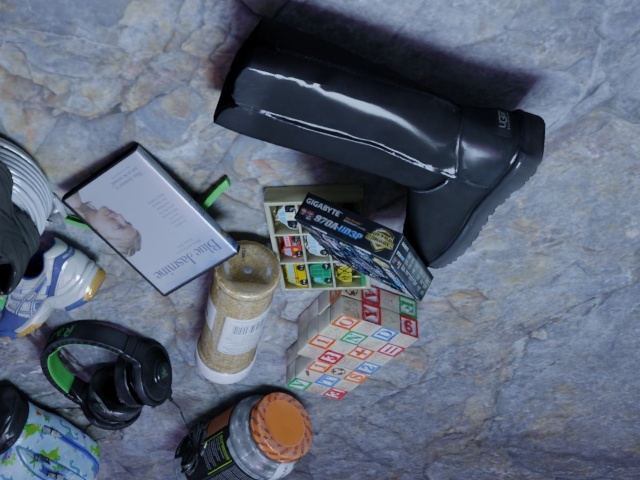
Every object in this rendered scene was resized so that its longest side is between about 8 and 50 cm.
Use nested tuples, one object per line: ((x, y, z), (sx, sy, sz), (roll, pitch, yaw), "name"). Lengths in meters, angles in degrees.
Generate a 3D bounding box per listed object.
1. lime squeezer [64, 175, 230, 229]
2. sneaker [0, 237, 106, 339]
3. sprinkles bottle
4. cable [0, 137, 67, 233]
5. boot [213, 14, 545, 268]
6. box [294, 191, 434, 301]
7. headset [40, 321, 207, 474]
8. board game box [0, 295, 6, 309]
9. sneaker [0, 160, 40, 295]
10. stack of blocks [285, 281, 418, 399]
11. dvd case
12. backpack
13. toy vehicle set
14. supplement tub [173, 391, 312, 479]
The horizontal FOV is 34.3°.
((-0.281, -0.026, 1.766), (0.310, 0.059, 0.110), (-11, 142, 17), "lime squeezer")
((-0.525, 0.080, 1.897), (0.296, 0.112, 0.131), (-28, 118, 31), "sneaker")
((-0.157, 0.140, 1.920), (0.121, 0.121, 0.355), (7, 146, -9), "sprinkles bottle")
((-0.566, -0.072, 1.677), (0.257, 0.089, 0.257), (-3, 144, 6), "cable")
((0.049, -0.127, 1.546), (0.445, 0.146, 0.367), (13, 142, -17), "boot")
((0.073, 0.013, 1.636), (0.175, 0.051, 0.220), (25, 171, 25), "box")
((-0.398, 0.324, 2.135), (0.394, 0.185, 0.243), (35, 133, -23), "headset")
((-0.732, 0.073, 1.775), (0.317, 0.046, 0.213), (-12, 141, 19), "board game box")
((-0.509, -0.027, 1.559), (0.109, 0.130, 0.286), (-7, 140, 12), "sneaker")
((0.039, 0.199, 2.039), (0.171, 0.087, 0.297), (19, 140, -23), "stack of blocks")
((-0.281, -0.027, 1.722), (0.180, 0.022, 0.253), (-30, 118, 26), "dvd case")
((-0.668, 0.506, 2.365), (0.290, 0.273, 0.355), (-25, 149, 21), "backpack")
((0.000, 0.000, 1.812), (0.165, 0.035, 0.267), (-3, 144, 5), "toy vehicle set")
((-0.171, 0.466, 2.319), (0.193, 0.194, 0.316), (25, 138, -30), "supplement tub")
